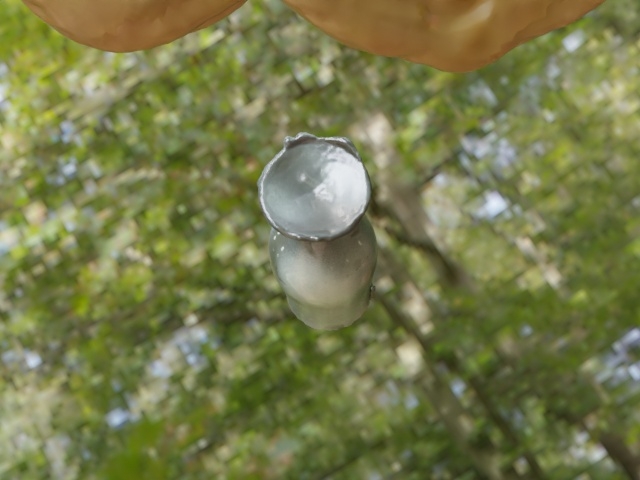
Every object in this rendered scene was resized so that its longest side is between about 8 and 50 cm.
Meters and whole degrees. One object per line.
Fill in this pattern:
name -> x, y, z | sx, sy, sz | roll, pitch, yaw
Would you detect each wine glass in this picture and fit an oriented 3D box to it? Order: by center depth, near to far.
wine glass -> 0.000, 0.000, 1.601 | 0.103, 0.103, 0.222 | -28, -23, -10

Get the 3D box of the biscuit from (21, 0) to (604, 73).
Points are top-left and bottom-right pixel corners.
biscuit -> 0.048, -0.193, 0.614 | 0.376, 0.051, 0.269 | -29, -65, -2
